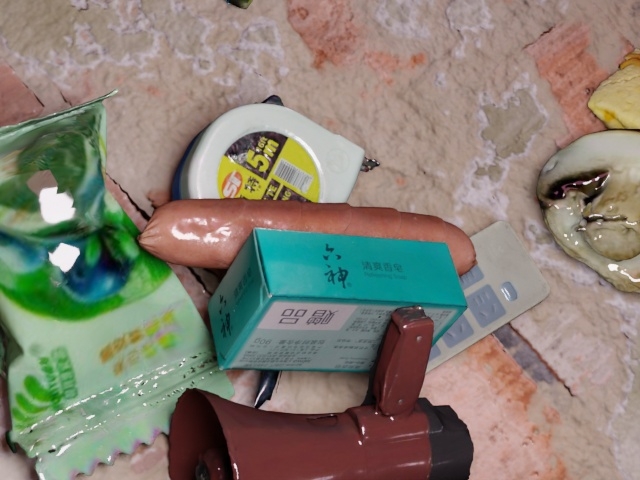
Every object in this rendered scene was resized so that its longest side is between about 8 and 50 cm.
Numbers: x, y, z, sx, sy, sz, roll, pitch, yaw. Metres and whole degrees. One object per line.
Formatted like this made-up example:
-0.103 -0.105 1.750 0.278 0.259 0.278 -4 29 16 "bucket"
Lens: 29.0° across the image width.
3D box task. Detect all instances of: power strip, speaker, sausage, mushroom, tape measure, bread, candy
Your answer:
0.168 0.075 1.547 0.270 0.046 0.118 -28 80 -25 "power strip"
0.007 0.197 1.360 0.329 0.198 0.259 -11 102 -25 "speaker"
0.001 -0.001 1.409 0.433 0.088 0.088 4 68 -26 "sausage"
0.423 -0.031 1.608 0.267 0.164 0.189 -4 39 16 "mushroom"
-0.090 0.003 1.465 0.215 0.098 0.351 29 69 -15 "tape measure"
0.505 -0.189 1.767 0.240 0.135 0.178 -35 50 -25 "bread"
-0.273 0.051 1.356 0.263 0.172 0.398 -26 92 -21 "candy"

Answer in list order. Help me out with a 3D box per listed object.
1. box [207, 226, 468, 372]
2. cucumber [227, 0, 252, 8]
0.016 0.071 1.361 0.245 0.153 0.092 4 52 -28 "box"
-0.189 -0.392 1.614 0.256 0.043 0.044 36 58 -1 "cucumber"
